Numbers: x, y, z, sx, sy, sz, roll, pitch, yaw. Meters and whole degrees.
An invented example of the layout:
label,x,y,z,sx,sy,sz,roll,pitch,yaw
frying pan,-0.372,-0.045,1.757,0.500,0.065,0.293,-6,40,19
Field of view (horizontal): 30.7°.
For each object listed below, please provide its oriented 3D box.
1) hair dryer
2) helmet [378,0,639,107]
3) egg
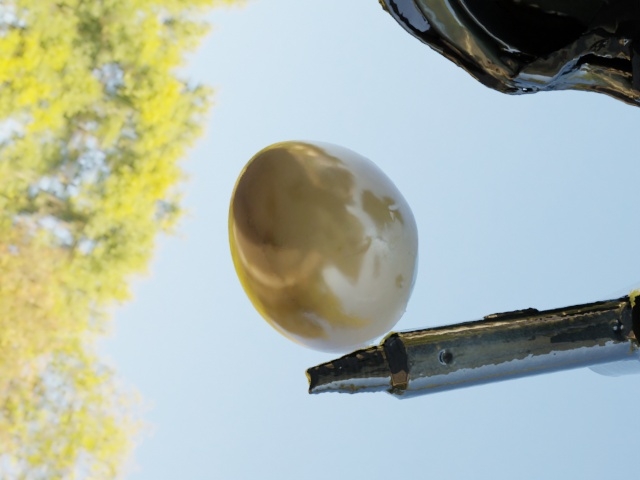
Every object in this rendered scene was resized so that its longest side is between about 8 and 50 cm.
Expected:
label,x,y,z,sx,sy,sz,roll,pitch,yaw
hair dryer,0.089,0.051,0.546,0.173,0.194,0.050,95,-14,-79
helmet,0.194,-0.236,0.848,0.225,0.305,0.177,107,2,-47
egg,0.000,0.000,1.239,0.201,0.244,0.201,-22,-142,19
